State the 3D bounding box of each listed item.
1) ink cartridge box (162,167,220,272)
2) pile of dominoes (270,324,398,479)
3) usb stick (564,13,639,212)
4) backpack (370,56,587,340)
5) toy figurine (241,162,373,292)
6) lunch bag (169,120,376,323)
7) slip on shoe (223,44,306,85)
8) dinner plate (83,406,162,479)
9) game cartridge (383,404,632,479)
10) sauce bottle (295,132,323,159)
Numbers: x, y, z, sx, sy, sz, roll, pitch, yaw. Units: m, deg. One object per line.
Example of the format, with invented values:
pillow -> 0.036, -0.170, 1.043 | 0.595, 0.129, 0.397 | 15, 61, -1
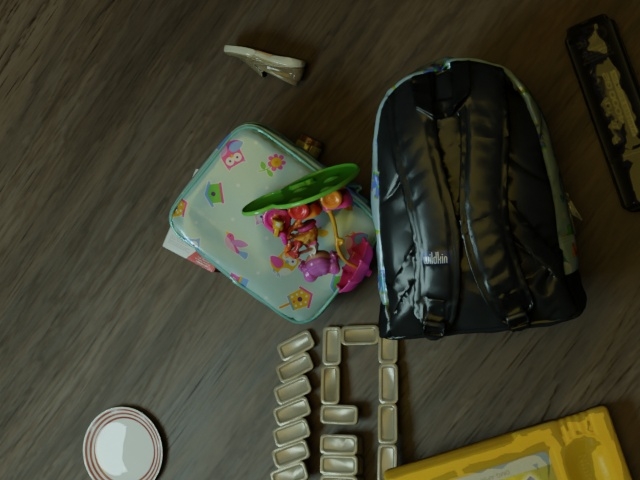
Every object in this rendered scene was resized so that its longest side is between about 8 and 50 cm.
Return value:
ink cartridge box -> -0.168, -0.031, 1.660 | 0.099, 0.056, 0.135 | 27, 96, 17
pile of dominoes -> 0.026, 0.253, 1.604 | 0.196, 0.040, 0.251 | -2, 78, 19
usb stick -> 0.413, -0.175, 1.483 | 0.077, 0.045, 0.278 | -21, 81, 23
backpack -> 0.197, -0.072, 1.459 | 0.290, 0.273, 0.355 | -10, 106, 20
toy figurine -> 0.000, 0.000, 1.467 | 0.173, 0.130, 0.159 | -19, 107, 13
lunch bag -> -0.057, -0.030, 1.564 | 0.279, 0.108, 0.224 | 37, 94, -6
slip on shoe -> -0.089, -0.272, 1.654 | 0.135, 0.051, 0.041 | 15, 104, 12
dinner plate -> -0.313, 0.335, 1.710 | 0.141, 0.017, 0.141 | -1, 88, 19
game cartridge -> 0.281, 0.406, 1.467 | 0.324, 0.053, 0.285 | -19, 82, 8
sauce bottle -> -0.040, -0.099, 1.629 | 0.042, 0.042, 0.128 | 30, 96, 17
